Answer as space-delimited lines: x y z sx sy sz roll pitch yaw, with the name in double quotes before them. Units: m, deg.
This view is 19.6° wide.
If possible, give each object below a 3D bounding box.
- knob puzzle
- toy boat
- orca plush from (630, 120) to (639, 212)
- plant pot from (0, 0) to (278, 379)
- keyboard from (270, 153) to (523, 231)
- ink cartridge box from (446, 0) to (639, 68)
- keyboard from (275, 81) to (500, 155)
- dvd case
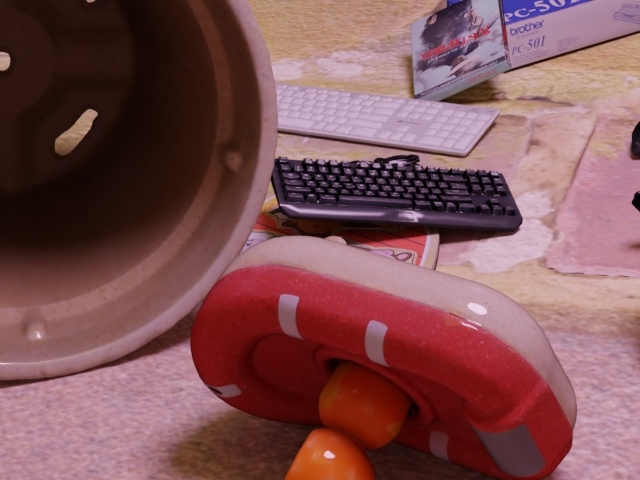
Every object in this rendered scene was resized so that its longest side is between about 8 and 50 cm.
"knob puzzle" 0.000 0.000 1.329 0.213 0.030 0.213 -4 27 2
"toy boat" 0.020 0.097 1.053 0.231 0.151 0.151 15 63 35
"orca plush" 0.295 -0.099 1.379 0.151 0.102 0.287 11 32 30
"plant pot" -0.223 -0.107 1.317 0.334 0.334 0.305 -11 17 -10
"keyboard" 0.052 -0.042 1.365 0.180 0.023 0.108 4 26 -12
"ink cartridge box" 0.227 -0.212 1.672 0.207 0.046 0.097 -19 29 -22
"keyboard" 0.019 -0.105 1.544 0.256 0.014 0.072 9 31 28
"dvd case" 0.119 -0.167 1.584 0.087 0.013 0.119 -23 37 19
